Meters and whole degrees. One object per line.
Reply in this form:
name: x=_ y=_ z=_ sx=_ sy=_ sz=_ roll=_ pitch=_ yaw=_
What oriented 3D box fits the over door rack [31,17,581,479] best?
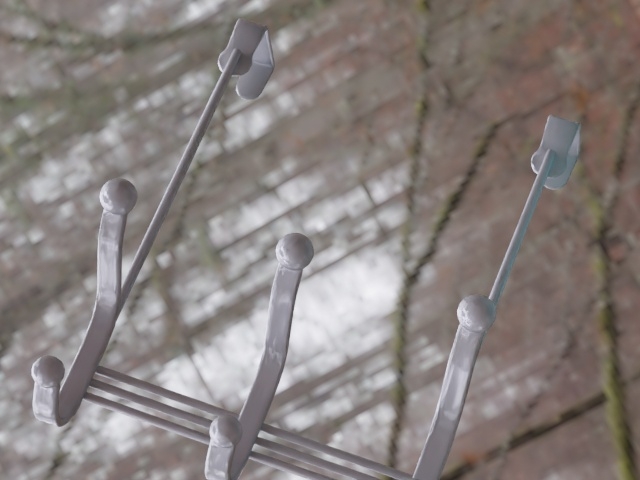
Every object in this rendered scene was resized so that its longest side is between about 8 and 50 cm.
over door rack: x=0.000 y=0.000 z=1.112 sx=0.108 sy=0.239 sz=0.324 roll=93 pitch=-161 yaw=-53
